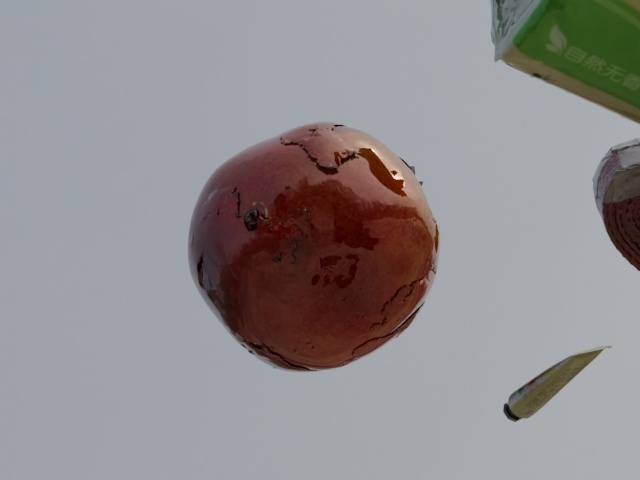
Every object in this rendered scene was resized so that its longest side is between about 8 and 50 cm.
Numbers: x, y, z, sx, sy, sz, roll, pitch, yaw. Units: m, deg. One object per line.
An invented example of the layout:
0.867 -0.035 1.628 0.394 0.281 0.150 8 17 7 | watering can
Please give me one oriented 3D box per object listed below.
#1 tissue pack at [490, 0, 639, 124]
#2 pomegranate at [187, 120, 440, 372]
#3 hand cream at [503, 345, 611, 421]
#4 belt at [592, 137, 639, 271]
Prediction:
0.350 -0.180 1.123 0.405 0.205 0.332 22 -49 -12 | tissue pack
0.000 0.000 1.566 0.210 0.210 0.235 -50 -6 33 | pomegranate
0.163 0.098 1.319 0.035 0.022 0.102 -8 -26 -37 | hand cream
0.385 -0.028 2.021 0.201 0.124 0.128 33 -71 -10 | belt
